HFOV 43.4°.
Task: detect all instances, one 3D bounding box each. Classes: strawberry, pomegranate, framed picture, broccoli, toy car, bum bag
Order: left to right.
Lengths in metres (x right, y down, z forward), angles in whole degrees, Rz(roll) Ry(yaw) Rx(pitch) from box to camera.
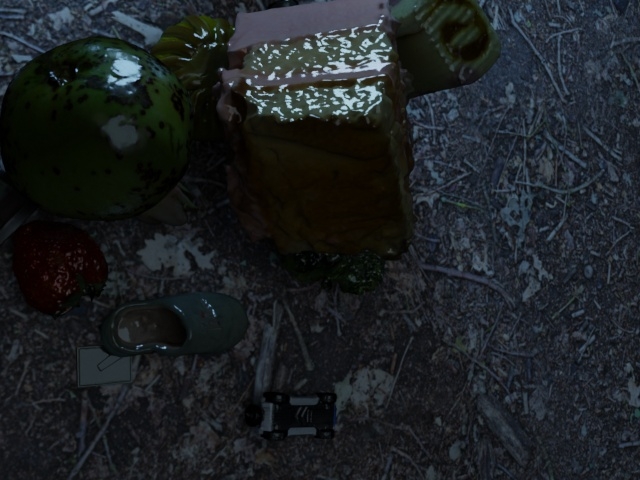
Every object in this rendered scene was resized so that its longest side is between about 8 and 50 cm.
[{"bbox_3d":[-0.499,-0.033,1.175,0.109,0.026,0.159,38,62,-1],"label":"bum bag"},{"bbox_3d":[-0.389,0.034,1.194,0.131,0.131,0.148,-28,97,-29],"label":"strawberry"},{"bbox_3d":[-0.342,0.198,1.276,0.089,0.006,0.066,-1,87,-31],"label":"framed picture"},{"bbox_3d":[-0.302,-0.132,1.201,0.285,0.284,0.341,-59,147,-20],"label":"pomegranate"},{"bbox_3d":[-0.051,0.305,1.403,0.170,0.070,0.080,7,84,-32],"label":"toy car"},{"bbox_3d":[0.000,-0.003,1.400,0.226,0.198,0.176,-6,127,-3],"label":"broccoli"}]

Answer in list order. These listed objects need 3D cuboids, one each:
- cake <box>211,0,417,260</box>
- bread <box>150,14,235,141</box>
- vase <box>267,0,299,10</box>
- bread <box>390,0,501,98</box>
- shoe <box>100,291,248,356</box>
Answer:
[{"bbox_3d":[-0.003,-0.173,1.224,0.292,0.314,0.307,-1,51,7],"label":"cake"},{"bbox_3d":[-0.190,-0.274,1.343,0.213,0.104,0.214,2,86,-27],"label":"bread"},{"bbox_3d":[-0.049,-0.324,1.452,0.059,0.060,0.212,-12,94,-30],"label":"vase"},{"bbox_3d":[0.135,-0.337,1.402,0.155,0.338,0.187,-48,112,-23],"label":"bread"},{"bbox_3d":[-0.222,0.138,1.298,0.250,0.100,0.103,-5,87,-29],"label":"shoe"}]
